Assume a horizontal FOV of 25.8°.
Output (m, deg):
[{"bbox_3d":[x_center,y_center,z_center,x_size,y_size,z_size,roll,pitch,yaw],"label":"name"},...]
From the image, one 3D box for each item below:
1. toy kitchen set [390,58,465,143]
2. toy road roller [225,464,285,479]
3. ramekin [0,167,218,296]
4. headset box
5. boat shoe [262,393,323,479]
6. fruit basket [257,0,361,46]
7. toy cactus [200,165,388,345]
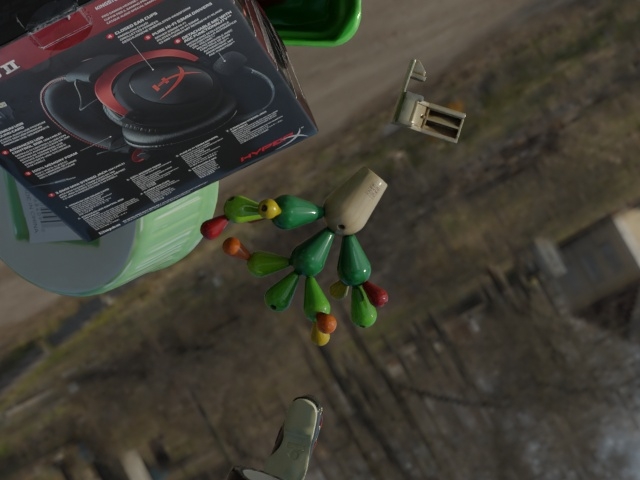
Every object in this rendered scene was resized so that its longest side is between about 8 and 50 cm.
[{"bbox_3d":[0.118,-0.144,1.442,0.083,0.075,0.068,-111,-141,-85],"label":"toy kitchen set"},{"bbox_3d":[0.027,0.345,1.186,0.329,0.240,0.202,25,-89,59],"label":"toy road roller"},{"bbox_3d":[-0.292,-0.078,1.720,0.303,0.303,0.148,-33,-177,34],"label":"ramekin"},{"bbox_3d":[-0.155,-0.141,1.028,0.218,0.110,0.293,-25,151,8],"label":"headset box"},{"bbox_3d":[-0.030,0.238,1.582,0.042,0.049,0.133,-22,131,-74],"label":"boat shoe"},{"bbox_3d":[-0.138,-0.322,1.259,0.392,0.283,0.392,1,-177,0],"label":"fruit basket"},{"bbox_3d":[0.000,0.000,1.462,0.180,0.219,0.112,-51,-167,0],"label":"toy cactus"}]
